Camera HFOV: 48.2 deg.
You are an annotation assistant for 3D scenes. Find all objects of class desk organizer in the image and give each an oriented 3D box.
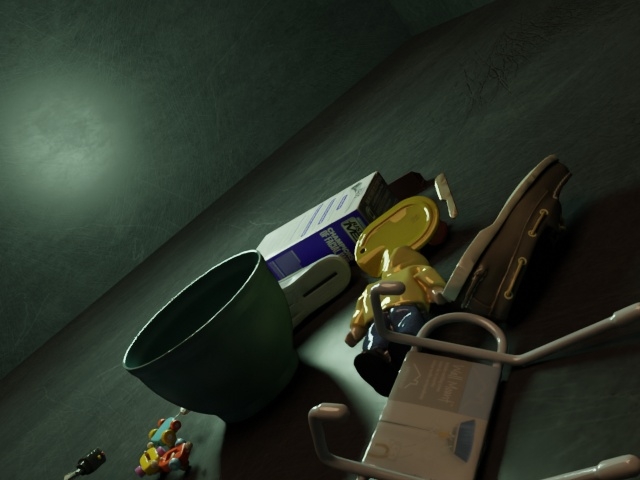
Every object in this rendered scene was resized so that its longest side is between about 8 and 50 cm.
[{"bbox_3d":[0.169,-0.115,1.610,0.130,0.050,0.047,-29,18,28],"label":"desk organizer"}]

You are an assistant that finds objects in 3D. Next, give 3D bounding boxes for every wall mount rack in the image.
[{"bbox_3d":[0.166,0.158,0.741,0.303,0.131,0.350,6,38,22],"label":"wall mount rack"}]

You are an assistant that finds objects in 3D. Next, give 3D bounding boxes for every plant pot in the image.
[{"bbox_3d":[-0.160,0.184,1.227,0.293,0.196,0.293,-34,17,12],"label":"plant pot"}]

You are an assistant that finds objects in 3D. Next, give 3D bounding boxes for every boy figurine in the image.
[{"bbox_3d":[0.113,0.103,1.052,0.177,0.092,0.285,-32,16,23],"label":"boy figurine"}]

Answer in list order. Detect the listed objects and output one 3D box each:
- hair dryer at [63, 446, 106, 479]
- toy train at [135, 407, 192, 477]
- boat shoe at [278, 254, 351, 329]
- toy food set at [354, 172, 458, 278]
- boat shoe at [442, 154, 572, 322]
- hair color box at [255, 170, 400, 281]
[{"bbox_3d":[-0.478,0.520,1.262,0.224,0.080,0.293,-50,7,15],"label":"hair dryer"},{"bbox_3d":[-0.252,0.355,1.232,0.125,0.046,0.166,-33,19,12],"label":"toy train"},{"bbox_3d":[-0.071,0.129,1.400,0.302,0.109,0.094,-30,0,-3],"label":"boat shoe"},{"bbox_3d":[0.169,-0.007,1.301,0.217,0.071,0.128,-36,40,15],"label":"toy food set"},{"bbox_3d":[0.281,-0.007,0.992,0.305,0.091,0.109,-46,-20,-32],"label":"boat shoe"},{"bbox_3d":[0.000,0.000,1.558,0.338,0.110,0.185,-30,16,31],"label":"hair color box"}]
